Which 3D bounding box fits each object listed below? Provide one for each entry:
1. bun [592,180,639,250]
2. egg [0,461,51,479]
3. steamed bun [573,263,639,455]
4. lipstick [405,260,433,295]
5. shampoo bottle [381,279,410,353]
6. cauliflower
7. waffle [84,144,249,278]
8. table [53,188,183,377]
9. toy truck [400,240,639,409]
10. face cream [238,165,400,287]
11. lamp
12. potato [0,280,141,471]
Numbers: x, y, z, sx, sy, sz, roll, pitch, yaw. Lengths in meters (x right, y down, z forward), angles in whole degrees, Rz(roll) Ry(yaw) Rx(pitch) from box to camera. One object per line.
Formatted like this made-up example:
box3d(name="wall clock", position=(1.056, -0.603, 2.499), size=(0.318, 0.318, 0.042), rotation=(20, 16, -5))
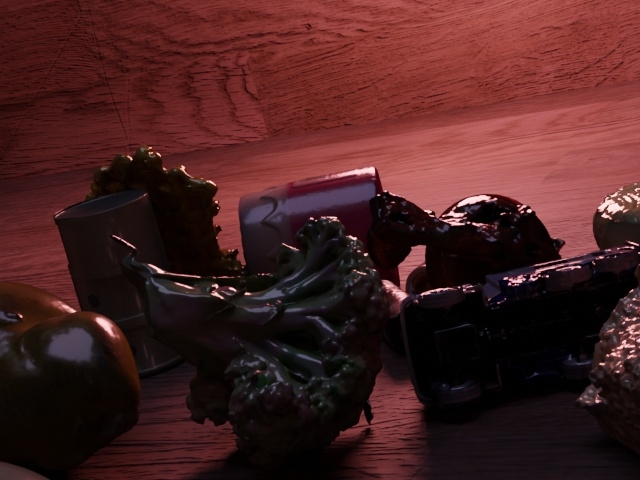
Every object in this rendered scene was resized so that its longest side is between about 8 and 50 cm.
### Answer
box3d(name="bun", position=(0.409, -0.002, 1.388), size=(0.195, 0.118, 0.195), rotation=(-9, 19, 3))
box3d(name="egg", position=(-0.246, 0.245, 0.866), size=(0.230, 0.168, 0.168), rotation=(3, 20, 35))
box3d(name="steamed bun", position=(0.311, 0.095, 0.963), size=(0.200, 0.170, 0.225), rotation=(-25, 16, -25))
box3d(name="lipstick", position=(0.199, 0.025, 1.577), size=(0.070, 0.070, 0.254), rotation=(-4, 16, 33))
box3d(name="shampoo bottle", position=(0.097, 0.092, 1.408), size=(0.057, 0.064, 0.207), rotation=(-27, 15, -8))
box3d(name="cauliflower", position=(-0.074, 0.093, 1.152), size=(0.315, 0.239, 0.256), rotation=(24, -28, -14))
box3d(name="waffle", position=(-0.207, 0.000, 1.631), size=(0.291, 0.291, 0.051), rotation=(-5, 34, 29))
box3d(name="table", position=(-0.252, 0.056, 1.546), size=(0.126, 0.220, 0.126), rotation=(-13, 13, 3))
box3d(name="toy truck", position=(0.212, 0.082, 1.222), size=(0.268, 0.124, 0.155), rotation=(-11, 6, -1))
box3d(name="face cream", position=(0.000, 0.000, 1.640), size=(0.194, 0.175, 0.175), rotation=(-12, 13, 7))
box3d(name="lamp", position=(0.175, 0.006, 1.383), size=(0.215, 0.223, 0.151), rotation=(0, 51, 21))
box3d(name="potato", position=(-0.328, 0.151, 1.273), size=(0.351, 0.203, 0.218), rotation=(9, 36, 40))
